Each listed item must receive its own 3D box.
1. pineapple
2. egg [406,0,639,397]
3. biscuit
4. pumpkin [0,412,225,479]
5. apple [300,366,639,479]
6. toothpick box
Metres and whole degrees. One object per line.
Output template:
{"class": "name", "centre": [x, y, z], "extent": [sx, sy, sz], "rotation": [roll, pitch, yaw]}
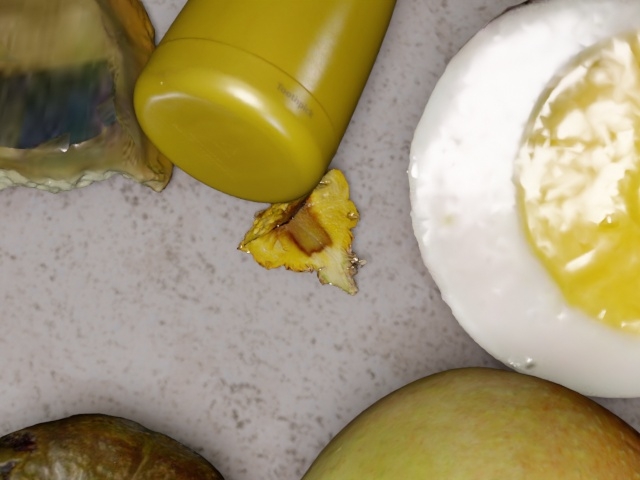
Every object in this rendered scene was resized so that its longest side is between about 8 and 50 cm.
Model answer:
{"class": "pineapple", "centre": [0.000, 0.000, 1.039], "extent": [0.114, 0.077, 0.114], "rotation": [-44, 93, -9]}
{"class": "egg", "centre": [0.235, -0.041, 0.992], "extent": [0.337, 0.201, 0.337], "rotation": [1, 97, 7]}
{"class": "biscuit", "centre": [-0.298, -0.149, 1.035], "extent": [0.335, 0.078, 0.329], "rotation": [-26, 76, -24]}
{"class": "pumpkin", "centre": [-0.178, 0.243, 0.869], "extent": [0.324, 0.242, 0.232], "rotation": [10, 82, -4]}
{"class": "apple", "centre": [0.122, 0.238, 0.815], "extent": [0.319, 0.319, 0.277], "rotation": [21, 75, 4]}
{"class": "toothpick box", "centre": [-0.031, -0.184, 1.034], "extent": [0.175, 0.175, 0.271], "rotation": [24, 64, 4]}
